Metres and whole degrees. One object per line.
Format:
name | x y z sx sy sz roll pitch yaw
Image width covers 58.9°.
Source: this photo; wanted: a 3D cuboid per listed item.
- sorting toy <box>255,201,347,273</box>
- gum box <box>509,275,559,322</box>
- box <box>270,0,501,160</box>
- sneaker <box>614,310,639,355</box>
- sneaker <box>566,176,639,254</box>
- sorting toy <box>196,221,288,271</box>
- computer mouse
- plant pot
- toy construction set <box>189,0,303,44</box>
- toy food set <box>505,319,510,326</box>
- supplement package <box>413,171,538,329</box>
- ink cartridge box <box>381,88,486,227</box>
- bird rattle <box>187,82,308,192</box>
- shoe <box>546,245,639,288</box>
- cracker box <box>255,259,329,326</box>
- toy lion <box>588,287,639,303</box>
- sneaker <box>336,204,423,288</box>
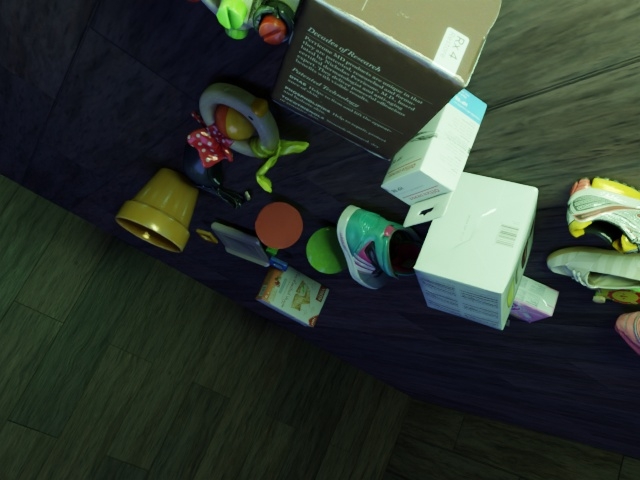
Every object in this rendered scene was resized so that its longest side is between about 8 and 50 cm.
sorting toy | 0.000 0.000 1.506 0.365 0.127 0.126 25 -168 -12
gum box | 0.432 0.120 1.287 0.188 0.062 0.107 24 163 2
box | 0.067 -0.222 0.608 0.167 0.168 0.203 27 162 -6
sneaker | 0.748 0.230 1.163 0.314 0.116 0.136 34 172 -7
sneaker | 0.467 -0.013 0.813 0.225 0.093 0.088 17 161 20
sorting toy | -0.260 0.005 1.901 0.347 0.047 0.196 19 157 15
computer mouse | -0.267 -0.145 1.448 0.184 0.060 0.262 26 163 -1
plant pot | -0.445 -0.095 1.614 0.205 0.188 0.205 22 163 7
toy construction set | -0.103 -0.322 0.571 0.215 0.151 0.328 19 166 -8
toy food set | 0.471 0.222 1.603 0.122 0.019 0.078 17 161 22
supplement package | 0.277 0.022 0.993 0.149 0.194 0.203 17 162 24
ink cartridge box | 0.150 -0.115 0.787 0.060 0.180 0.104 30 161 -18
bird rattle | -0.151 -0.216 1.071 0.253 0.143 0.207 31 155 24
shoe | 0.501 0.052 1.010 0.076 0.058 0.219 35 159 -31
cracker box | -0.098 0.194 2.046 0.232 0.156 0.067 32 160 -24
toy lion | 0.574 0.096 1.094 0.096 0.034 0.100 1 151 38
sneaker | 0.160 0.043 1.322 0.178 0.124 0.295 22 157 33
